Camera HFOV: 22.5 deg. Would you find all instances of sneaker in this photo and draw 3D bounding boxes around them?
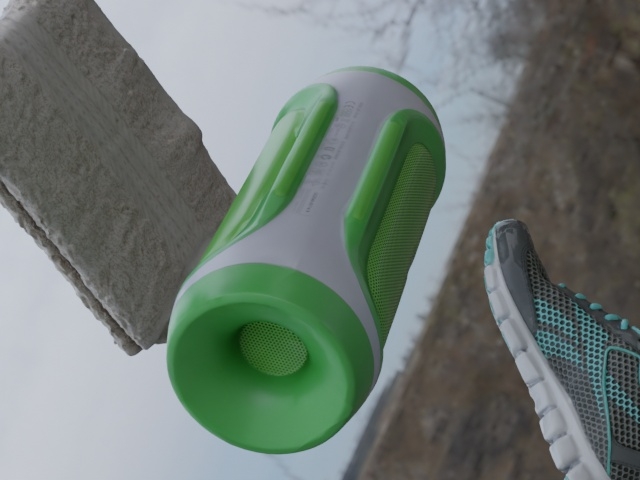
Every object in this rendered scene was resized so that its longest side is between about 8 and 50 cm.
[{"bbox_3d":[0.139,0.058,0.829,0.076,0.166,0.065,-25,-20,9],"label":"sneaker"}]

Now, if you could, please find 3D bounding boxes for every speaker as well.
[{"bbox_3d":[0.000,0.000,0.998,0.296,0.131,0.131,-66,-3,-57],"label":"speaker"}]

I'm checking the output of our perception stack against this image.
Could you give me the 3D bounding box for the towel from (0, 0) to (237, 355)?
[{"bbox_3d":[-0.178,-0.062,1.286,0.049,0.282,0.187,-17,30,40],"label":"towel"}]
